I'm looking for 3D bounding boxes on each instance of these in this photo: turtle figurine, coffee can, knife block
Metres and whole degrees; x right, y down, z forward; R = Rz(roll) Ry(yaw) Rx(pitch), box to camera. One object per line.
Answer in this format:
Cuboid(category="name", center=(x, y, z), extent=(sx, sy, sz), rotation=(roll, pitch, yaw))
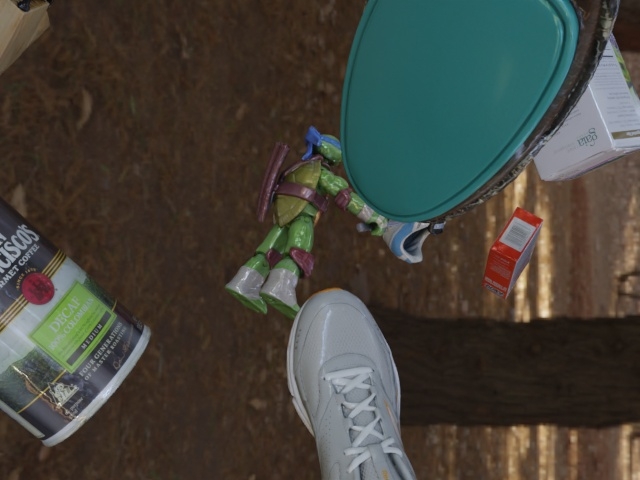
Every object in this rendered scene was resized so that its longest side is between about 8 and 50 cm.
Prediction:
Cuboid(category="turtle figurine", center=(0.000, 0.000, 1.212), extent=(0.266, 0.197, 0.275), rotation=(-60, 157, -19))
Cuboid(category="coffee can", center=(-0.385, 0.098, 1.056), extent=(0.275, 0.201, 0.202), rotation=(45, 39, -16))
Cuboid(category="knife block", center=(-0.645, -0.472, 1.705), extent=(0.276, 0.088, 0.242), rotation=(-50, -175, -13))

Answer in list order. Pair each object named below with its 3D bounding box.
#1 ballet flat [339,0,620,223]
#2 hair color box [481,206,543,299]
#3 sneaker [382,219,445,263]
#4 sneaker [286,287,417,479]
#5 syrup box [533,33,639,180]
Cuboid(category="ballet flat", center=(0.130, -0.203, 0.489), extent=(0.182, 0.164, 0.483), rotation=(-42, 157, -31))
Cuboid(category="hair color box", center=(0.325, 0.024, 1.413), extent=(0.093, 0.053, 0.167), rotation=(-54, 160, -18))
Cuboid(category="sneaker", center=(0.180, -0.067, 1.305), extent=(0.085, 0.086, 0.237), rotation=(-11, 137, -47))
Cuboid(category="sneaker", center=(0.038, 0.165, 0.667), extent=(0.121, 0.099, 0.263), rotation=(146, -64, -74))
Cuboid(category="syrup box", center=(0.263, -0.192, 0.904), extent=(0.096, 0.093, 0.237), rotation=(-12, 80, -42))
